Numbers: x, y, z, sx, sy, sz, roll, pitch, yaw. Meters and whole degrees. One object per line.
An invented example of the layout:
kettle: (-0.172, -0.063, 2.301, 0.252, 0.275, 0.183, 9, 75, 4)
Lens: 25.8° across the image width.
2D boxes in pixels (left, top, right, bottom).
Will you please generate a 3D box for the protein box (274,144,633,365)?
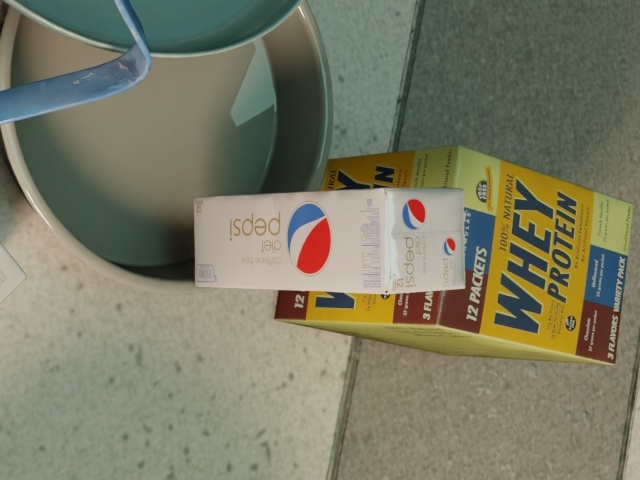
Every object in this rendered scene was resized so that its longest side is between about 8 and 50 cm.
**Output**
protein box: (0.107, 0.017, 1.132, 0.201, 0.200, 0.136, 14, 80, -37)

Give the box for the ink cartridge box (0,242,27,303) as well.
ink cartridge box: (-0.297, 0.034, 0.886, 0.175, 0.072, 0.127, -48, 117, -29)

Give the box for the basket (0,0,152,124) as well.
basket: (-0.248, -0.115, 0.757, 0.289, 0.255, 0.201, -14, 66, -3)

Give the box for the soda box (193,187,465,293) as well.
soda box: (0.000, 0.000, 0.966, 0.074, 0.216, 0.069, -2, 92, -39)

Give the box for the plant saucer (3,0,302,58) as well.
plant saucer: (-0.143, -0.261, 0.978, 0.317, 0.044, 0.317, 12, 64, -25)

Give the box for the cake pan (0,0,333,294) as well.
cake pan: (-0.118, -0.106, 1.046, 0.293, 0.054, 0.293, 1, 89, -39)
